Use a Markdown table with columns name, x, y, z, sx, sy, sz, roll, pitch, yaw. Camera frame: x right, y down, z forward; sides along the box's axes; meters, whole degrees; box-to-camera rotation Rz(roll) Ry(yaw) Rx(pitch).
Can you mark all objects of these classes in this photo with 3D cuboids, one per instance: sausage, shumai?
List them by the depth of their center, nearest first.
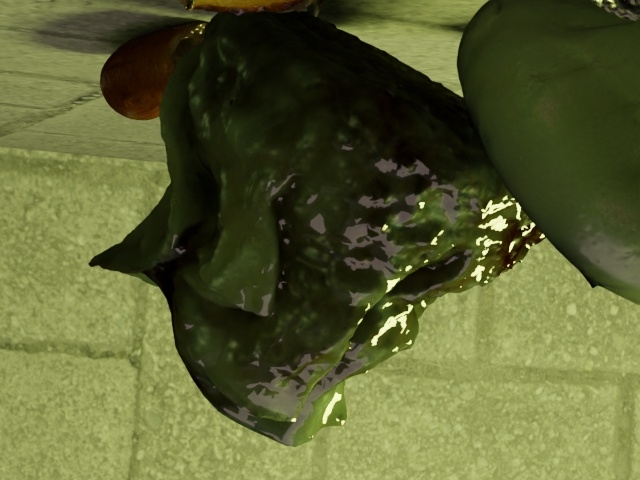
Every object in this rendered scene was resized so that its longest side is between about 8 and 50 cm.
| name | x | y | z | sx | sy | sz | roll | pitch | yaw |
| --- | --- | --- | --- | --- | --- | --- | --- | --- | --- |
| shumai | 0.000 | 0.000 | 1.554 | 0.395 | 0.348 | 0.395 | 26 | -175 | -3 |
| sausage | -0.168 | -0.171 | 1.844 | 0.103 | 0.076 | 0.302 | 5 | 177 | -21 |

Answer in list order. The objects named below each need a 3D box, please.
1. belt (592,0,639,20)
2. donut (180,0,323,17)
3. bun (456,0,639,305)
| name | x | y | z | sx | sy | sz | roll | pitch | yaw |
| --- | --- | --- | --- | --- | --- | --- | --- | --- | --- |
| belt | 0.313 | -0.177 | 0.967 | 0.359 | 0.094 | 0.126 | 0 | 171 | 32 |
| donut | -0.065 | -0.202 | 1.183 | 0.146 | 0.078 | 0.181 | 1 | 170 | 30 |
| bun | 0.256 | -0.099 | 1.405 | 0.187 | 0.293 | 0.293 | -34 | 157 | 28 |
